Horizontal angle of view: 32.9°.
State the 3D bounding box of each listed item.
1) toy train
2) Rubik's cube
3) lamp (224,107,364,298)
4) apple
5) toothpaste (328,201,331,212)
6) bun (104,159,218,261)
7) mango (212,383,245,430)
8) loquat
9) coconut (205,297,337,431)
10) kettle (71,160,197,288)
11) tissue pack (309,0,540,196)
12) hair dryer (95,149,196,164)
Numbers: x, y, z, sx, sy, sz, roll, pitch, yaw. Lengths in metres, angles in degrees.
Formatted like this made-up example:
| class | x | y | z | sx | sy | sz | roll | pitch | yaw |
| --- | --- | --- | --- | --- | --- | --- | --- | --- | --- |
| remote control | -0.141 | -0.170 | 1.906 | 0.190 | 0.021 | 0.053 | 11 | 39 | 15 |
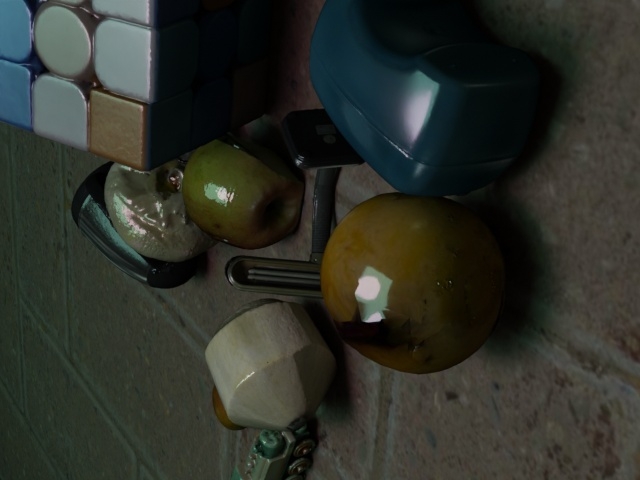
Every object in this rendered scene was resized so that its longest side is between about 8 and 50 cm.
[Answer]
| class | x | y | z | sx | sy | sz | roll | pitch | yaw |
| --- | --- | --- | --- | --- | --- | --- | --- | --- | --- |
| toy train | -0.081 | 0.384 | 1.910 | 0.081 | 0.125 | 0.194 | 52 | 141 | 33 |
| Rubik's cube | -0.302 | -0.352 | 1.723 | 0.347 | 0.346 | 0.344 | 18 | 120 | 23 |
| lamp | -0.043 | -0.054 | 1.637 | 0.124 | 0.203 | 0.283 | -115 | 26 | -54 |
| apple | -0.137 | -0.079 | 1.827 | 0.188 | 0.174 | 0.207 | 41 | 149 | 51 |
| toothpaste | 0.000 | 0.000 | 1.750 | 0.037 | 0.021 | 0.140 | 24 | 116 | 45 |
| bun | -0.271 | -0.079 | 1.982 | 0.141 | 0.239 | 0.239 | 118 | 134 | -62 |
| mango | -0.162 | 0.308 | 2.066 | 0.163 | 0.089 | 0.111 | 103 | 155 | -51 |
| loquat | 0.118 | 0.050 | 1.355 | 0.235 | 0.235 | 0.235 | 27 | 122 | 55 |
| coconut | -0.075 | 0.213 | 1.775 | 0.222 | 0.202 | 0.202 | 62 | 146 | 33 |
| kettle | -0.345 | -0.025 | 2.170 | 0.271 | 0.207 | 0.251 | 48 | 149 | 27 |
| tissue pack | 0.114 | -0.182 | 1.313 | 0.287 | 0.198 | 0.206 | 52 | 138 | 36 |
| hair dryer | -0.277 | -0.215 | 1.974 | 0.225 | 0.219 | 0.088 | 3 | 128 | 25 |
